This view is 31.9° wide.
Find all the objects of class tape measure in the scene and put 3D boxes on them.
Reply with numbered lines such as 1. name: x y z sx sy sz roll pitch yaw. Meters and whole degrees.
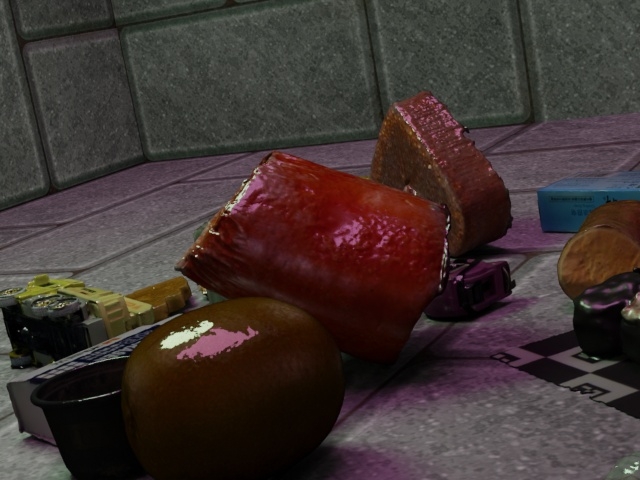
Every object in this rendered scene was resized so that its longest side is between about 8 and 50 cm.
1. tape measure: 0.200 0.064 1.611 0.118 0.074 0.125 1 14 44

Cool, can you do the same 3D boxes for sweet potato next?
1. sweet potato: 0.438 -0.004 1.621 0.131 0.131 0.336 -4 15 26

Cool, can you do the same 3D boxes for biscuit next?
1. biscuit: -0.301 0.113 1.885 0.212 0.041 0.238 -9 10 34

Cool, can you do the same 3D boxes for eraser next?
1. eraser: -0.246 0.171 1.453 0.130 0.086 0.287 0 16 43

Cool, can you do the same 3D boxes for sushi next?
1. sushi: 0.405 0.087 1.269 0.296 0.100 0.373 -14 13 -20

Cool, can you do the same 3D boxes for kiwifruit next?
1. kiwifruit: -0.084 0.154 1.144 0.234 0.196 0.196 -18 14 -27

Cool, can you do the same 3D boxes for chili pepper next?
1. chili pepper: 0.000 0.000 1.423 0.229 0.305 0.251 -56 11 53

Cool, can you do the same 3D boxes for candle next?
1. candle: 0.186 -0.112 1.969 0.131 0.287 0.317 -21 18 -24

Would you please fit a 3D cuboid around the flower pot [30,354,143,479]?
1. flower pot: -0.235 0.200 1.255 0.157 0.107 0.157 -11 12 2

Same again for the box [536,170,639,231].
1. box: 0.513 -0.068 1.953 0.232 0.083 0.142 4 18 44

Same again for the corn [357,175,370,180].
1. corn: 0.007 -0.067 2.249 0.344 0.131 0.131 0 15 39

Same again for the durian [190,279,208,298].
1. durian: -0.113 0.035 1.946 0.182 0.165 0.132 -36 32 32

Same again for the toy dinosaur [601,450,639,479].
1. toy dinosaur: 0.332 0.196 0.861 0.392 0.092 0.205 -22 9 -15

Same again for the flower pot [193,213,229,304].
1. flower pot: -0.056 0.042 1.646 0.209 0.190 0.239 -21 16 -38

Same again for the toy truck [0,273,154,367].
1. toy truck: -0.368 0.123 1.687 0.157 0.124 0.272 -20 15 -36
